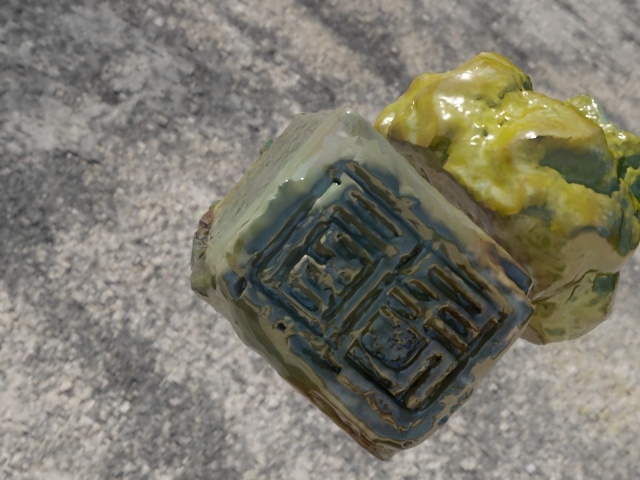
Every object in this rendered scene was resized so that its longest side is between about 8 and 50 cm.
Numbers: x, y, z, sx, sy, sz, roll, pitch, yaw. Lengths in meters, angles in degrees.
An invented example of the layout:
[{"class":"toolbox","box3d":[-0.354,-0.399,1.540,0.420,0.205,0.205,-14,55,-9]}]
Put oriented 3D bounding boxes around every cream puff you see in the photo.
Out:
[{"class":"cream puff","box3d":[0.176,-0.045,0.926,0.185,0.282,0.282,-39,73,-14]}]

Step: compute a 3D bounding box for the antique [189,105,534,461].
[{"class":"antique","box3d":[0.000,0.000,0.652,0.150,0.125,0.284,43,1,-17]}]
